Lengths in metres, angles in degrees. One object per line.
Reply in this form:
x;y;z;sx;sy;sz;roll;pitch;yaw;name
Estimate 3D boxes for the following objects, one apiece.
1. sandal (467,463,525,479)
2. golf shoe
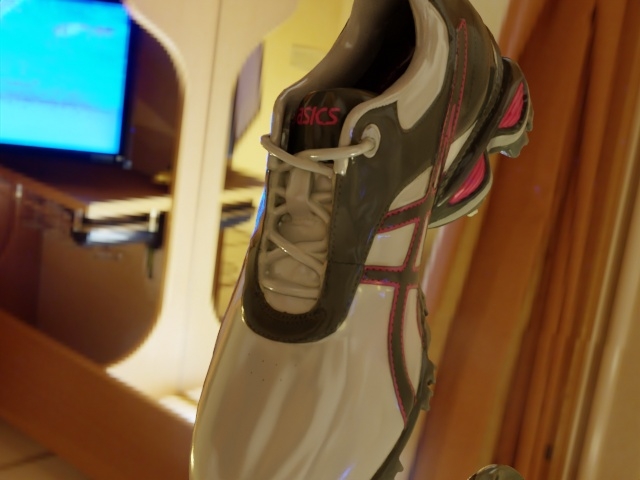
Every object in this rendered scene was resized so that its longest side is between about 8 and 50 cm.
0.193;0.310;0.925;0.086;0.303;0.120;-29;151;23;sandal
0.000;0.000;0.512;0.105;0.273;0.120;8;153;32;golf shoe
